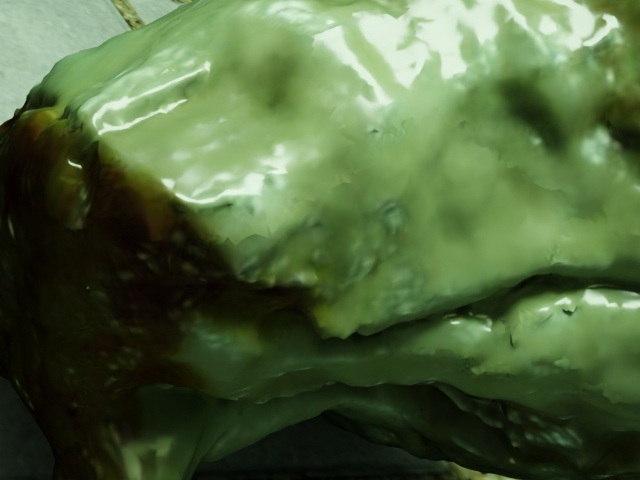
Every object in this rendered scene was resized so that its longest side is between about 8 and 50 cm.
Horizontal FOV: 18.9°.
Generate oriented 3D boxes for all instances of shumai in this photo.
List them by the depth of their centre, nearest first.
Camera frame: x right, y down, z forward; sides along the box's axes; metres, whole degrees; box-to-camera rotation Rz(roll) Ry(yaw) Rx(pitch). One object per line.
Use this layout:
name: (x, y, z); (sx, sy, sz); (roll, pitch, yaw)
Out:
shumai: (0.000, 0.000, 0.928); (0.323, 0.324, 0.397); (-19, 19, -37)
